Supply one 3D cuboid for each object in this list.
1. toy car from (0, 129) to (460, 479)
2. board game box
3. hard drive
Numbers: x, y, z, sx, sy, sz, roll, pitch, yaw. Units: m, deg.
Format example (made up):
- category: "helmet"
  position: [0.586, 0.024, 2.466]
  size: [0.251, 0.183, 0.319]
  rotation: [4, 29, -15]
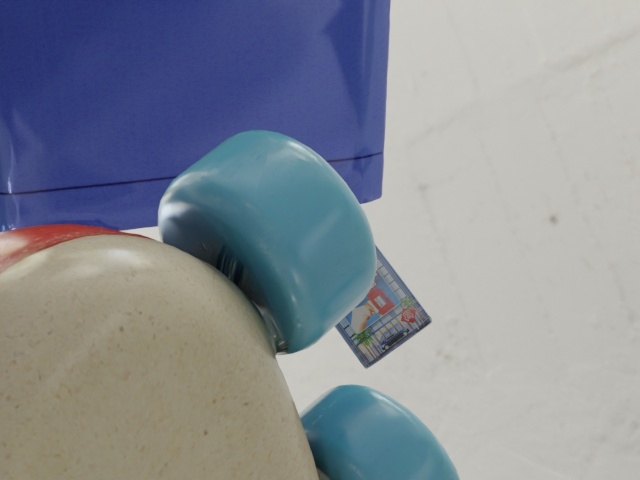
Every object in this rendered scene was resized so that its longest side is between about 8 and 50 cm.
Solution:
- category: "toy car"
  position: [-0.117, 0.082, 0.506]
  size: [0.238, 0.210, 0.219]
  rotation: [12, -138, 45]
- category: "board game box"
  position: [0.000, 0.000, 1.053]
  size: [0.060, 0.194, 0.194]
  rotation: [-35, -94, -1]
- category: "hard drive"
  position: [-0.069, -0.151, 0.671]
  size: [0.210, 0.318, 0.040]
  rotation: [-7, -145, -11]
